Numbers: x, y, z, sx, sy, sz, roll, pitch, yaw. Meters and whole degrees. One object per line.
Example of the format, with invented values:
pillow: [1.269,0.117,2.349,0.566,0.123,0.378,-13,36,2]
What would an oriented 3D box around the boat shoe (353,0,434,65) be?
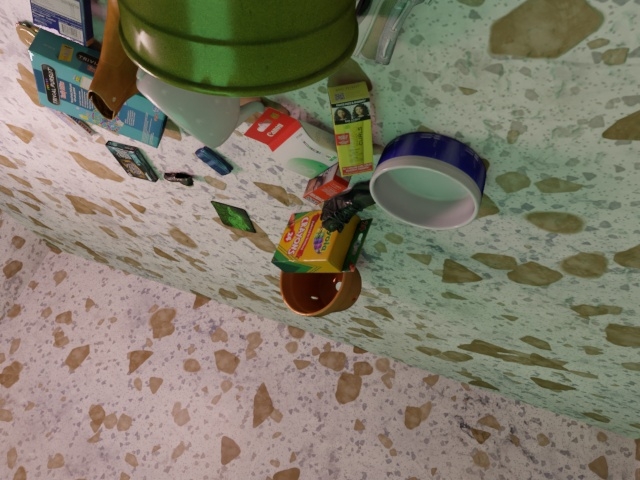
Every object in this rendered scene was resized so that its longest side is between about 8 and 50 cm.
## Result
boat shoe: [0.130,-0.387,0.765,0.103,0.118,0.320,21,161,-13]

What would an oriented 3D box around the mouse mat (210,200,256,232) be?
mouse mat: [-0.341,-0.090,1.908,0.153,0.007,0.189,15,156,15]

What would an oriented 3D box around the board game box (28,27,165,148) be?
board game box: [-0.588,-0.399,1.324,0.336,0.079,0.254,20,157,-18]

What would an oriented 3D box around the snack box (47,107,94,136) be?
snack box: [-0.855,-0.417,1.638,0.064,0.022,0.178,5,151,35]

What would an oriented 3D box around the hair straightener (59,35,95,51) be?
hair straightener: [-0.624,-0.508,1.220,0.089,0.047,0.230,19,156,8]

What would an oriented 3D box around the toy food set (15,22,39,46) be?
toy food set: [-0.777,-0.547,1.301,0.083,0.020,0.083,25,156,-7]

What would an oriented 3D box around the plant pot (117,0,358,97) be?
plant pot: [-0.111,-0.443,0.617,0.367,0.366,0.353,18,144,9]

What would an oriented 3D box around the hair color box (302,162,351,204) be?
hair color box: [0.022,-0.167,1.330,0.053,0.093,0.167,28,155,-21]

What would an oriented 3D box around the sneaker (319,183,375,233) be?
sneaker: [0.082,-0.087,1.409,0.087,0.130,0.228,36,150,-33]

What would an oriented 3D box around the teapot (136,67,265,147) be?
teapot: [-0.277,-0.350,1.103,0.252,0.187,0.256,40,-176,-1]

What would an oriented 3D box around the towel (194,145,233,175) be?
towel: [-0.341,-0.250,1.543,0.119,0.029,0.067,38,152,-32]

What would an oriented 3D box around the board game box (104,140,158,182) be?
board game box: [-0.684,-0.284,1.765,0.126,0.026,0.186,15,155,15]

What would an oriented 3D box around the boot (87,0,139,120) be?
boot: [-0.448,-0.411,1.074,0.104,0.211,0.295,23,156,-3]

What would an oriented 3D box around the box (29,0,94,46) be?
box: [-0.567,-0.552,1.045,0.136,0.036,0.225,23,139,-1]

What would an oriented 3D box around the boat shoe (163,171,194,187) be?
boat shoe: [-0.506,-0.225,1.725,0.133,0.049,0.042,18,129,26]

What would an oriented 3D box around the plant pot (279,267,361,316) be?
plant pot: [0.022,0.151,1.812,0.291,0.290,0.203,3,166,37]

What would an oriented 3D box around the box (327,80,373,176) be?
box: [0.073,-0.248,1.107,0.087,0.058,0.232,-9,146,2]

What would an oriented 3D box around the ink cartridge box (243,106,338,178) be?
ink cartridge box: [-0.070,-0.243,1.247,0.225,0.056,0.181,17,161,-26]

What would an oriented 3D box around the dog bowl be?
dog bowl: [0.260,-0.137,1.179,0.265,0.104,0.265,18,155,9]

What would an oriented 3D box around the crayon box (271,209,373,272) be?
crayon box: [0.000,0.000,1.571,0.319,0.202,0.081,-4,145,43]
